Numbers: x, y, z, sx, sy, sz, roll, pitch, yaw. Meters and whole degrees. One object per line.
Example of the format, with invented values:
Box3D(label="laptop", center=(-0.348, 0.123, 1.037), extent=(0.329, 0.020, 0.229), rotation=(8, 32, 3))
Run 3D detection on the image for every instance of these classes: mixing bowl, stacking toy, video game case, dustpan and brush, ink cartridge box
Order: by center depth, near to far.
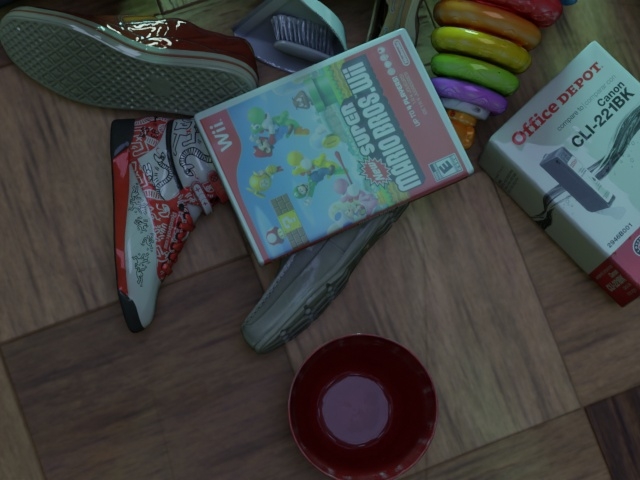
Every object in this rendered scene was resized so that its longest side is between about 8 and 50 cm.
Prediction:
Box3D(label="video game case", center=(0.016, -0.115, 1.607), extent=(0.285, 0.025, 0.204), rotation=(-24, 80, -7))
Box3D(label="mixing bowl", center=(0.047, 0.208, 1.624), extent=(0.181, 0.098, 0.181), rotation=(1, 81, -5))
Box3D(label="stacking toy", center=(0.196, -0.214, 1.670), extent=(0.175, 0.165, 0.302), rotation=(16, 90, 29))
Box3D(label="ink cartridge box", center=(0.364, -0.084, 1.675), extent=(0.197, 0.114, 0.273), rotation=(-43, 81, -10))
Box3D(label="dustpan and brush", center=(0.006, -0.235, 1.688), extent=(0.211, 0.147, 0.060), rotation=(18, 65, -29))

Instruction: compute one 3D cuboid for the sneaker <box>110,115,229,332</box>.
Box3D(label="sneaker", center=(-0.181, -0.025, 1.640), extent=(0.145, 0.090, 0.270), rotation=(-4, 80, -3))

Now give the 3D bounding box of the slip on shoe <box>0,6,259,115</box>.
Box3D(label="slip on shoe", center=(-0.237, -0.234, 1.664), extent=(0.331, 0.123, 0.101), rotation=(10, 45, -1))

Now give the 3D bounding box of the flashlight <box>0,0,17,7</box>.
Box3D(label="flashlight", center=(-0.377, -0.349, 1.671), extent=(0.304, 0.103, 0.103), rotation=(-23, 90, -4))

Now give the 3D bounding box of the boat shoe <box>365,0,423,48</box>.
Box3D(label="boat shoe", center=(0.089, -0.313, 1.650), extent=(0.072, 0.068, 0.190), rotation=(-2, 108, -22))

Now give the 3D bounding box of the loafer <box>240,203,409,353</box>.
Box3D(label="loafer", center=(0.000, 0.000, 1.652), extent=(0.111, 0.112, 0.319), rotation=(37, 77, 12))
